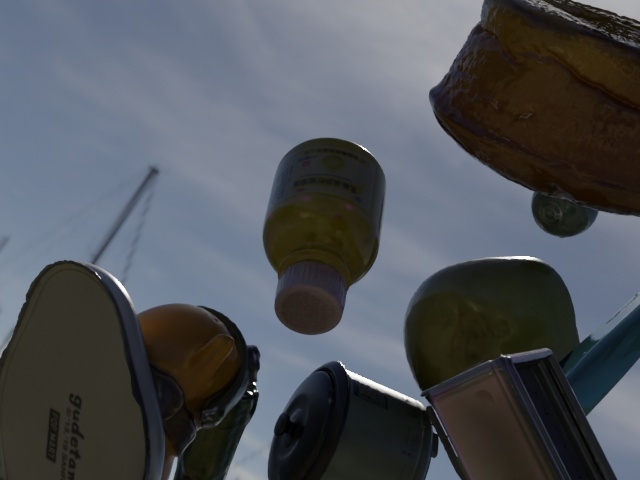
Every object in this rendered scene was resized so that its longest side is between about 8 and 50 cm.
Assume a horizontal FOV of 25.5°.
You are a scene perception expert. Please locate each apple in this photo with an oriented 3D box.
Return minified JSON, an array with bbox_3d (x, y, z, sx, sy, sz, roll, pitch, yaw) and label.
[{"bbox_3d":[0.270,0.159,2.156,0.292,0.254,0.292,-4,-13,-1],"label":"apple"}]

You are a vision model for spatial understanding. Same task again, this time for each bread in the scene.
[{"bbox_3d":[0.220,-0.098,1.070,0.269,0.143,0.195,14,22,-14],"label":"bread"}]

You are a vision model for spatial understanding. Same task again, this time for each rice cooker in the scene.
[{"bbox_3d":[0.035,0.321,2.177,0.227,0.280,0.241,24,-49,-18],"label":"rice cooker"}]

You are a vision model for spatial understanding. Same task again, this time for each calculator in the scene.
[{"bbox_3d":[0.369,0.135,1.784,0.054,0.386,0.256,48,-29,6],"label":"calculator"}]

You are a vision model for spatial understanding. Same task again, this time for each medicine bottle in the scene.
[{"bbox_3d":[0.000,0.000,1.435,0.121,0.212,0.122,4,-50,5],"label":"medicine bottle"}]

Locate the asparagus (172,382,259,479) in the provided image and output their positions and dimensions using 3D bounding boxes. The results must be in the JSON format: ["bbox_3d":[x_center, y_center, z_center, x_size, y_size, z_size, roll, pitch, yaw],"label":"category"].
[{"bbox_3d":[-0.135,0.249,1.681,0.082,0.085,0.343,24,-42,7],"label":"asparagus"}]

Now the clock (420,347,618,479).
[{"bbox_3d":[0.157,0.158,1.063,0.147,0.071,0.192,64,17,11],"label":"clock"}]

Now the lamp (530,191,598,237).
[{"bbox_3d":[0.372,-0.056,2.147,0.105,0.105,0.105,31,-14,9],"label":"lamp"}]

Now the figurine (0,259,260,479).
[{"bbox_3d":[-0.129,0.131,0.995,0.166,0.250,0.141,29,23,36],"label":"figurine"}]
